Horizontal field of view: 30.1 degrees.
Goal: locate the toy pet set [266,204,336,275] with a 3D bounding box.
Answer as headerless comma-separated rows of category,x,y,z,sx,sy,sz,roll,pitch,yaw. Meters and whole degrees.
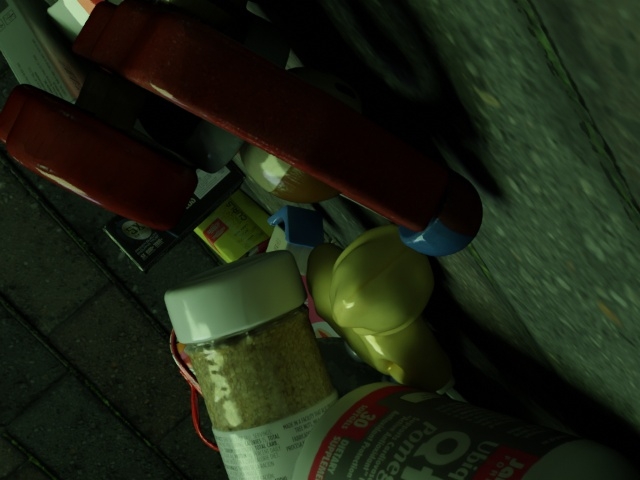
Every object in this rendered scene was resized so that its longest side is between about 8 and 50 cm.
toy pet set,0.000,0.000,1.249,0.114,0.065,0.122,12,-164,-29

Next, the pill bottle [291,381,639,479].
pill bottle,0.137,0.221,0.883,0.319,0.176,0.176,10,145,49

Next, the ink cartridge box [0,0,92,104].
ink cartridge box,-0.334,-0.219,1.605,0.275,0.060,0.239,56,-171,27

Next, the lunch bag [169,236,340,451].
lunch bag,-0.039,0.164,1.449,0.293,0.258,0.120,49,172,-2

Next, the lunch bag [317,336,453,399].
lunch bag,0.083,0.245,1.231,0.305,0.212,0.256,38,172,35

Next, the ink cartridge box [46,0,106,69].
ink cartridge box,-0.263,-0.236,1.490,0.181,0.056,0.225,50,174,-13

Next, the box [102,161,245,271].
box,-0.193,-0.044,1.569,0.077,0.180,0.147,47,174,-2

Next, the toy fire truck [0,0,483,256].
toy fire truck,-0.034,-0.076,0.690,0.254,0.169,0.302,25,-179,-20

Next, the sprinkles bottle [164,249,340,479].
sprinkles bottle,-0.028,0.191,1.057,0.121,0.121,0.355,-174,66,-79

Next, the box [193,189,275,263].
box,-0.109,-0.009,1.643,0.232,0.087,0.058,41,170,49

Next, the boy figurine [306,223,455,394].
boy figurine,0.051,0.059,1.049,0.177,0.092,0.285,46,172,21
